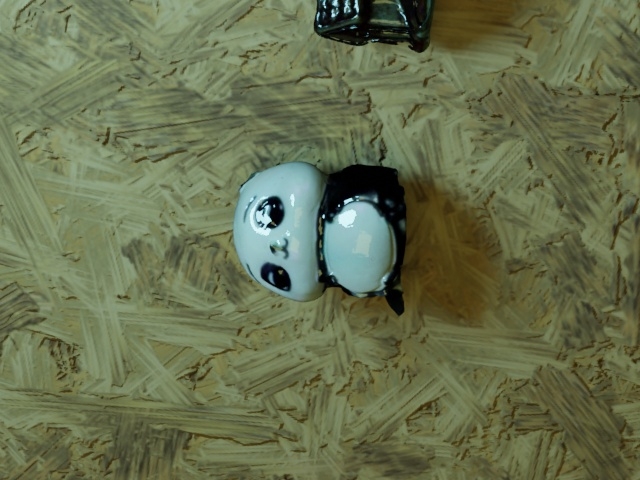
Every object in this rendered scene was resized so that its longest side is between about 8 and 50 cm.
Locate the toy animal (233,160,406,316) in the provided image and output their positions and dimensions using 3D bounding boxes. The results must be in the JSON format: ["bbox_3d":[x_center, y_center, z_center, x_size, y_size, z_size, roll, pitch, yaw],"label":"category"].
[{"bbox_3d":[0.000,0.000,1.898,0.179,0.138,0.166,3,106,2],"label":"toy animal"}]

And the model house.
[{"bbox_3d":[0.034,-0.247,1.754,0.152,0.106,0.165,5,118,4],"label":"model house"}]
